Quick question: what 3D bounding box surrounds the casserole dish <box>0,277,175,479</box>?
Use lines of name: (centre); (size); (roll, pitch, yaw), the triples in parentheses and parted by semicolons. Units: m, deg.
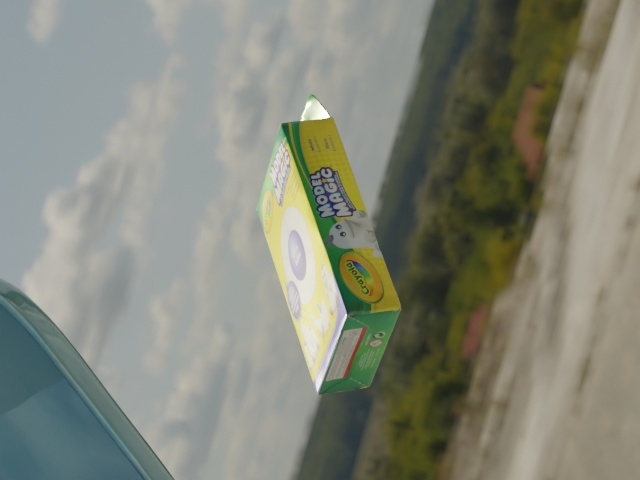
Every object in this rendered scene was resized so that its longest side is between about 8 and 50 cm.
casserole dish: (-0.118, 0.091, 0.755); (0.114, 0.188, 0.037); (-35, 5, 25)

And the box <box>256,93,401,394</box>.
box: (0.000, 0.000, 1.293); (0.105, 0.043, 0.179); (108, 151, -53)
